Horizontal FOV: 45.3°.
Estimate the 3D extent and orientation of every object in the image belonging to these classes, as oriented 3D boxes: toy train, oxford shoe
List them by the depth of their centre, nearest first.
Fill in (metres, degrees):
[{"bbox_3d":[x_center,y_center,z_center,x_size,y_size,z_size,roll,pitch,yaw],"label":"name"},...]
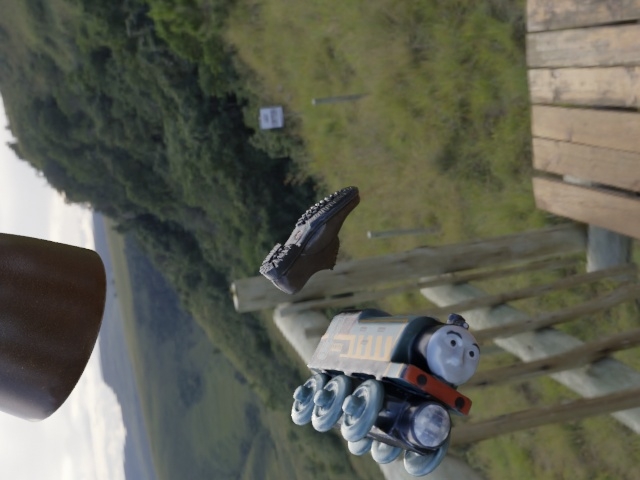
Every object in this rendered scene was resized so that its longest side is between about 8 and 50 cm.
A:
[{"bbox_3d":[0.078,0.179,0.988,0.190,0.142,0.334,-64,16,-16],"label":"toy train"},{"bbox_3d":[0.000,0.000,1.345,0.096,0.227,0.083,45,170,-20],"label":"oxford shoe"}]

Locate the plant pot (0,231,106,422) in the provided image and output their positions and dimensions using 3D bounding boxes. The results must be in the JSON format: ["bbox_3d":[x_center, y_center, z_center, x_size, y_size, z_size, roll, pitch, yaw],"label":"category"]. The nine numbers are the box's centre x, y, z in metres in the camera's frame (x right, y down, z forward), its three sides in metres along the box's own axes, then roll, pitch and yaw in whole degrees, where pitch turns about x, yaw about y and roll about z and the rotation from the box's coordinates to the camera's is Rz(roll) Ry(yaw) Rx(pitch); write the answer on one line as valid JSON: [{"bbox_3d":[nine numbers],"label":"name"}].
[{"bbox_3d":[-0.397,0.073,0.855,0.215,0.231,0.215,-26,52,39],"label":"plant pot"}]
